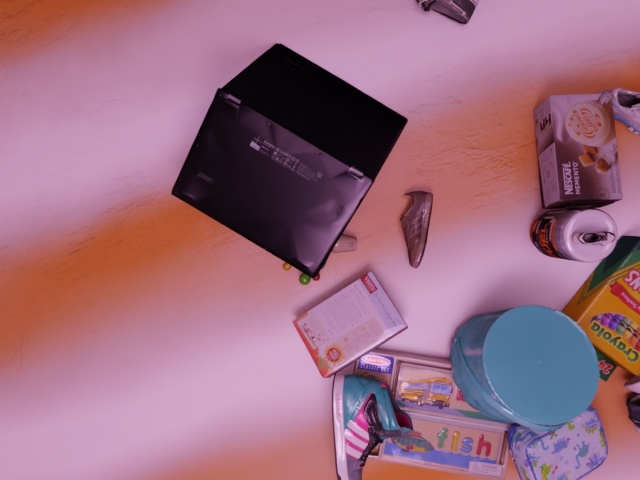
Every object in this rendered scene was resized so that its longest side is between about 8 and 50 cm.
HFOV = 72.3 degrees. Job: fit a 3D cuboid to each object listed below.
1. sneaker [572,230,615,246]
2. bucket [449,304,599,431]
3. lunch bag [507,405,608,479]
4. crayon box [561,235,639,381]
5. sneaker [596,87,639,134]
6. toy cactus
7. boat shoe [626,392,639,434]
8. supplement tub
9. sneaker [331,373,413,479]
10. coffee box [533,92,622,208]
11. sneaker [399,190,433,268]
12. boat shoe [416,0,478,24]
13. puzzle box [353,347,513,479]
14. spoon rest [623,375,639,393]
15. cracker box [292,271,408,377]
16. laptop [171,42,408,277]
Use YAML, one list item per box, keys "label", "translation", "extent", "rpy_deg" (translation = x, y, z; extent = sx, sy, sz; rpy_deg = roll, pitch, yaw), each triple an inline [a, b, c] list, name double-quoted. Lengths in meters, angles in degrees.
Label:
- label: "sneaker"
  translation: [0.554, -0.003, 0.878]
  extent: [0.083, 0.037, 0.031]
  rpy_deg: [-4, 90, 1]
- label: "bucket"
  translation: [0.447, 0.276, 0.975]
  extent: [0.281, 0.183, 0.281]
  rpy_deg: [0, 72, 0]
- label: "lunch bag"
  translation: [0.563, 0.491, 1.042]
  extent: [0.219, 0.090, 0.176]
  rpy_deg: [-25, 100, -12]
- label: "crayon box"
  translation: [0.728, 0.173, 1.050]
  extent: [0.202, 0.081, 0.318]
  rpy_deg: [36, 94, 0]
- label: "sneaker"
  translation: [0.749, -0.303, 1.028]
  extent: [0.191, 0.083, 0.071]
  rpy_deg: [22, 92, 0]
- label: "toy cactus"
  translation: [0.000, 0.000, 1.067]
  extent: [0.181, 0.112, 0.218]
  rpy_deg: [2, 84, -8]
- label: "boat shoe"
  translation: [0.888, 0.368, 1.037]
  extent: [0.303, 0.114, 0.091]
  rpy_deg: [-26, 97, 2]
- label: "supplement tub"
  translation: [0.560, -0.014, 0.992]
  extent: [0.117, 0.190, 0.116]
  rpy_deg: [0, 92, 2]
- label: "sneaker"
  translation: [0.126, 0.455, 1.017]
  extent: [0.179, 0.124, 0.295]
  rpy_deg: [-3, 95, 10]
- label: "coffee box"
  translation: [0.588, -0.202, 1.012]
  extent: [0.141, 0.098, 0.246]
  rpy_deg: [-1, 83, 3]
- label: "sneaker"
  translation: [0.228, -0.028, 1.076]
  extent: [0.071, 0.066, 0.188]
  rpy_deg: [10, 88, 18]
- label: "boat shoe"
  translation: [0.263, -0.583, 1.034]
  extent: [0.219, 0.078, 0.070]
  rpy_deg: [24, 92, -1]
- label: "puzzle box"
  translation: [0.273, 0.426, 1.092]
  extent: [0.409, 0.052, 0.272]
  rpy_deg: [8, 92, 2]
- label: "spoon rest"
  translation: [0.843, 0.280, 1.025]
  extent: [0.276, 0.137, 0.084]
  rpy_deg: [-26, 65, 6]
- label: "cracker box"
  translation: [0.072, 0.204, 1.058]
  extent: [0.232, 0.067, 0.155]
  rpy_deg: [-33, 69, 4]
- label: "laptop"
  translation: [-0.060, -0.202, 1.033]
  extent: [0.382, 0.236, 0.407]
  rpy_deg: [31, 107, 1]
